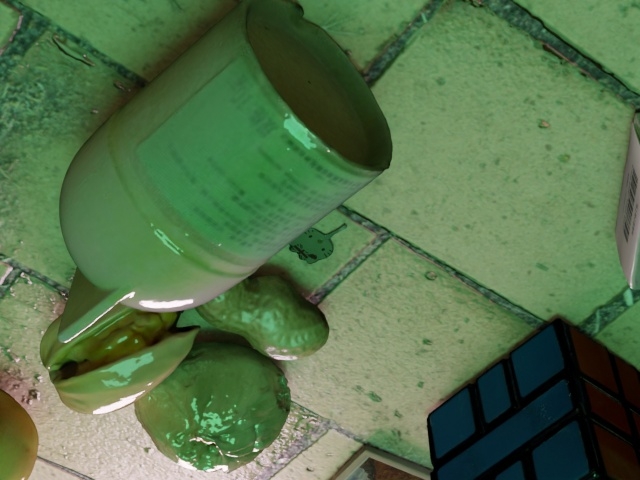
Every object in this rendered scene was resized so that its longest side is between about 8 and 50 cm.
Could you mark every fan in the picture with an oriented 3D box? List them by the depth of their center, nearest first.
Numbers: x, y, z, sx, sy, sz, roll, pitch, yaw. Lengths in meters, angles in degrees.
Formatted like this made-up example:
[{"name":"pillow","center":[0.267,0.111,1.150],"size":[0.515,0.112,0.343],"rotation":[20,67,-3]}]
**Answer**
[{"name":"fan","center":[0.000,0.000,1.498],"size":[0.083,0.004,0.056],"rotation":[-32,123,24]}]

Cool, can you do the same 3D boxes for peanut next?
[{"name":"peanut","center":[-0.090,0.082,1.517],"size":[0.228,0.085,0.104],"rotation":[30,115,-22]}]

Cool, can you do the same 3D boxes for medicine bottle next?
[{"name":"medicine bottle","center":[-0.143,-0.059,1.296],"size":[0.406,0.236,0.236],"rotation":[-37,122,26]}]

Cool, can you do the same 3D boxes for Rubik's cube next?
[{"name":"Rubik's cube","center":[0.343,0.334,1.609],"size":[0.293,0.283,0.288],"rotation":[32,122,-23]}]

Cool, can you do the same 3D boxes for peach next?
[{"name":"peach","center":[-0.486,0.281,1.623],"size":[0.184,0.184,0.184],"rotation":[0,130,0]}]

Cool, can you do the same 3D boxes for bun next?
[{"name":"bun","center":[-0.149,0.239,1.614],"size":[0.220,0.134,0.220],"rotation":[-3,135,-3]}]

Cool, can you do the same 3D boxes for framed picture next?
[{"name":"framed picture","center":[0.078,0.424,1.853],"size":[0.184,0.016,0.250],"rotation":[26,125,-22]}]

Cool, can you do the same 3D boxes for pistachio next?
[{"name":"pistachio","center":[-0.261,0.138,1.527],"size":[0.229,0.157,0.157],"rotation":[-30,125,18]}]

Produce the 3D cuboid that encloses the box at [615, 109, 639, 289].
[{"name":"box","center":[0.519,-0.051,1.394],"size":[0.299,0.106,0.200],"rotation":[-2,132,2]}]
